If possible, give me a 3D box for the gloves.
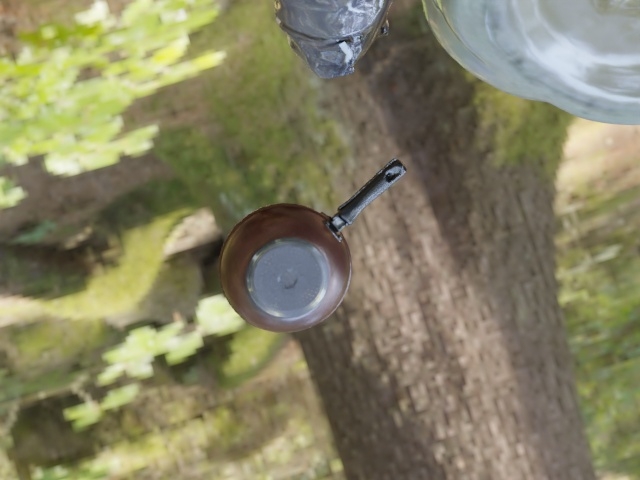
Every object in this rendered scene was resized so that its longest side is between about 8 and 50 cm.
[{"bbox_3d":[0.017,-0.244,1.023,0.142,0.285,0.119,-2,-148,5],"label":"gloves"}]

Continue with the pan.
[{"bbox_3d":[0.000,0.000,0.763,0.115,0.068,0.023,-43,-168,2],"label":"pan"}]

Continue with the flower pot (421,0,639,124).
[{"bbox_3d":[0.134,-0.166,0.612,0.246,0.195,0.246,3,141,2],"label":"flower pot"}]
